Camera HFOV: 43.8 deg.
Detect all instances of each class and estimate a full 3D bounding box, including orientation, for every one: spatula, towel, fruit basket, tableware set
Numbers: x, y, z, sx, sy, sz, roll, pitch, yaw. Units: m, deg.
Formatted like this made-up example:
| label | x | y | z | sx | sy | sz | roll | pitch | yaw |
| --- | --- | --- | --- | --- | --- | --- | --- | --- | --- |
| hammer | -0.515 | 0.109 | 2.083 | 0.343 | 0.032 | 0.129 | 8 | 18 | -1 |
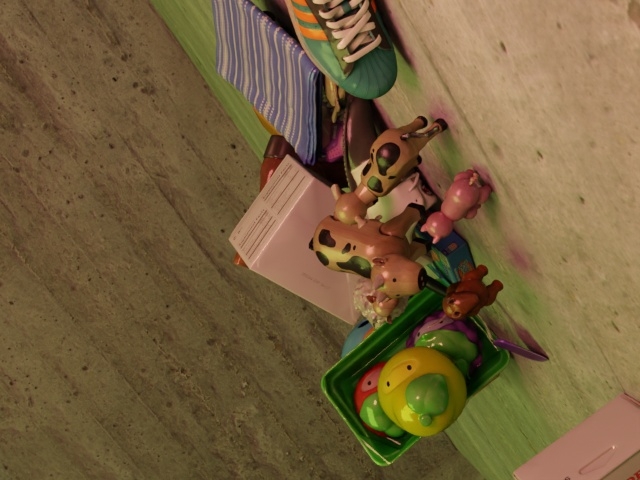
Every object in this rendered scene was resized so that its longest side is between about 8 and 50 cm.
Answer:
| label | x | y | z | sx | sy | sz | roll | pitch | yaw |
| --- | --- | --- | --- | --- | --- | --- | --- | --- | --- |
| spatula | 0.279 | 0.138 | 1.454 | 0.296 | 0.030 | 0.084 | 38 | 172 | 10 |
| towel | -0.105 | -0.311 | 1.456 | 0.336 | 0.040 | 0.243 | 47 | 155 | 28 |
| fruit basket | 0.194 | 0.282 | 1.651 | 0.283 | 0.392 | 0.392 | 51 | 173 | 26 |
| tableware set | 0.032 | -0.280 | 1.271 | 0.194 | 0.039 | 0.128 | 113 | 143 | -77 |

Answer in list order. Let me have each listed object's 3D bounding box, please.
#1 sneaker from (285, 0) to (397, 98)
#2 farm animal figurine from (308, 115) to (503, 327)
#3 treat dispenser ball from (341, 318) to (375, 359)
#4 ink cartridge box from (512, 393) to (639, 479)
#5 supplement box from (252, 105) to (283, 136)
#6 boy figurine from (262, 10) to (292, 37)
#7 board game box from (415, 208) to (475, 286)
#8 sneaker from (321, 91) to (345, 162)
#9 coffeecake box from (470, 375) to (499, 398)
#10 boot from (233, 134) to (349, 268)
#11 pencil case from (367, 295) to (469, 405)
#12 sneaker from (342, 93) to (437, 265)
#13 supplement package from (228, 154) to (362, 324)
| label | x | y | z | sx | sy | sz | roll | pitch | yaw |
| --- | --- | --- | --- | --- | --- | --- | --- | --- | --- |
| sneaker | 0.010 | -0.306 | 0.991 | 0.302 | 0.108 | 0.121 | 57 | 178 | -17 |
| farm animal figurine | 0.098 | 0.000 | 1.179 | 0.327 | 0.172 | 0.330 | -2 | 119 | 53 |
| treat dispenser ball | 0.206 | 0.360 | 2.376 | 0.288 | 0.288 | 0.288 | 53 | 174 | 8 |
| ink cartridge box | 0.444 | 0.399 | 1.148 | 0.289 | 0.211 | 0.121 | 57 | 175 | -19 |
| supplement box | -0.078 | -0.279 | 1.983 | 0.233 | 0.080 | 0.078 | 51 | 174 | 42 |
| boy figurine | -0.088 | -0.344 | 1.636 | 0.177 | 0.092 | 0.285 | 49 | 169 | 23 |
| board game box | 0.207 | 0.001 | 1.495 | 0.210 | 0.047 | 0.160 | 48 | 172 | 40 |
| sneaker | 0.006 | -0.216 | 1.557 | 0.095 | 0.105 | 0.236 | 56 | 175 | -33 |
| coffeecake box | 0.306 | 0.286 | 1.885 | 0.185 | 0.142 | 0.068 | 50 | 174 | 33 |
| boot | -0.023 | -0.045 | 1.625 | 0.264 | 0.280 | 0.096 | 17 | 174 | -35 |
| pencil case | 0.248 | 0.256 | 2.087 | 0.410 | 0.160 | 0.183 | 55 | -171 | -7 |
| sneaker | 0.122 | -0.101 | 1.367 | 0.122 | 0.146 | 0.330 | -59 | -41 | -68 |
| supplement package | 0.000 | 0.000 | 1.518 | 0.262 | 0.204 | 0.145 | 31 | -173 | -32 |
